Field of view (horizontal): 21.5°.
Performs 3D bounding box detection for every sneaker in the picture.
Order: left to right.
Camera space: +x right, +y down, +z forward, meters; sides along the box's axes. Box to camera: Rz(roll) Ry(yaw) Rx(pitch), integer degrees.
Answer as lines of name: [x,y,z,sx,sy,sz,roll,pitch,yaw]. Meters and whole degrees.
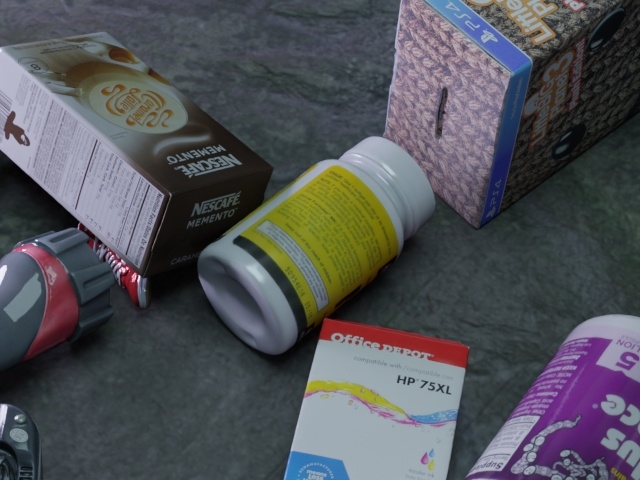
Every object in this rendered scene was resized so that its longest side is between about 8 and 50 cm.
sneaker: [-0.192,0.018,1.565,0.067,0.042,0.118,-4,47,-11]

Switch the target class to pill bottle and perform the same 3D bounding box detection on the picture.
pill bottle: [0.000,0.000,1.543,0.119,0.119,0.208,40,62,23]
pill bottle: [0.205,0.216,1.370,0.169,0.169,0.301,30,58,17]

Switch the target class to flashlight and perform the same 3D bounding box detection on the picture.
flashlight: [-0.313,0.080,1.420,0.103,0.103,0.304,32,37,30]

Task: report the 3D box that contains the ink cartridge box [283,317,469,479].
ink cartridge box: [0.051,0.154,1.460,0.134,0.078,0.231,11,54,4]

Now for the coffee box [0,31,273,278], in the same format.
coffee box: [-0.182,-0.085,1.568,0.246,0.098,0.141,39,35,26]

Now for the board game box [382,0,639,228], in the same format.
board game box: [0.218,-0.194,1.626,0.291,0.232,0.141,-35,64,-24]

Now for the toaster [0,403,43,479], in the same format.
toaster: [-0.286,0.247,1.330,0.129,0.146,0.227,3,54,-1]
